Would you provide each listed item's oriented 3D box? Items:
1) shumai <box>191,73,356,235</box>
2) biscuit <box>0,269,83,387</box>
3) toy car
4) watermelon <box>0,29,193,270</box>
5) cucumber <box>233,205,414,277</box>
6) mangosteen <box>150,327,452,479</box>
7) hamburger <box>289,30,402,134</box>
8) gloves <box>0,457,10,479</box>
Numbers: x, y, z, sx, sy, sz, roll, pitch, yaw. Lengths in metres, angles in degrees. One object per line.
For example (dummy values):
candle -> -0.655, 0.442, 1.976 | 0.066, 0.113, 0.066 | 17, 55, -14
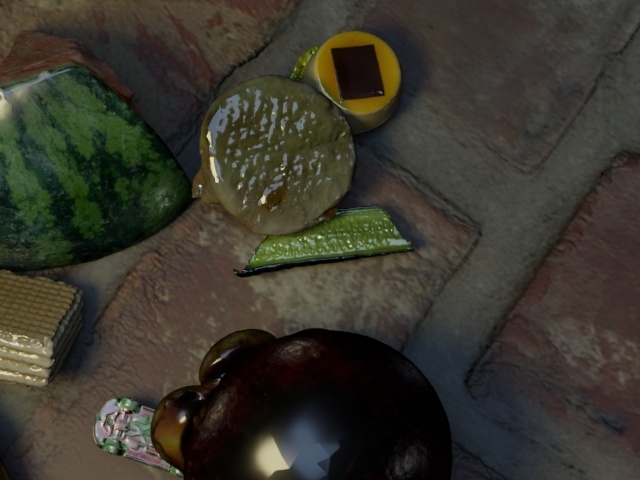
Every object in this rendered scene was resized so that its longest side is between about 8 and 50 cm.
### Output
shumai -> -0.062, -0.098, 1.720 | 0.201, 0.120, 0.201 | -1, 94, -15
biscuit -> -0.501, 0.072, 1.688 | 0.426, 0.078, 0.144 | 11, 33, 3
toy car -> -0.200, 0.232, 1.685 | 0.142, 0.055, 0.069 | 21, 79, -8
watermelon -> -0.347, -0.112, 1.703 | 0.292, 0.283, 0.250 | 32, 63, 34
cucumber -> 0.000, 0.000, 1.739 | 0.220, 0.046, 0.070 | -8, 75, -2
mangosteen -> -0.022, 0.226, 1.577 | 0.307, 0.307, 0.347 | -45, 52, -8
hamburger -> 0.033, -0.192, 1.763 | 0.141, 0.081, 0.126 | -25, 80, -17
gloves -> -0.439, 0.262, 1.639 | 0.154, 0.141, 0.331 | -39, 79, -6
